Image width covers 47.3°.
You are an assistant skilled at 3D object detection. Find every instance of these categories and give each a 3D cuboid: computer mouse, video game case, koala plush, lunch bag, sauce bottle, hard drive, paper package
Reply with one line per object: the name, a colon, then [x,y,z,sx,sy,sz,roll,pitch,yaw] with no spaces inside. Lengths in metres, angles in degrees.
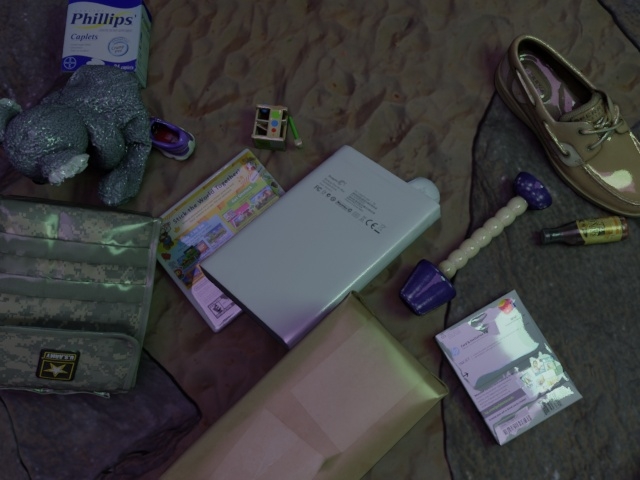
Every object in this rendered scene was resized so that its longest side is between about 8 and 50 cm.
computer mouse: [0.105,-0.037,1.155,0.193,0.042,0.106,-38,79,-5]
video game case: [-0.140,-0.002,1.167,0.227,0.026,0.206,-39,80,-5]
koala plush: [-0.376,-0.155,1.076,0.196,0.221,0.203,37,119,10]
lunch bag: [-0.372,0.088,1.055,0.235,0.169,0.287,8,94,-22]
sauce bottle: [0.409,-0.012,1.137,0.128,0.042,0.042,-8,78,0]
hard drive: [0.000,0.000,1.088,0.307,0.040,0.203,-41,57,-18]
paper package: [-0.016,0.244,0.967,0.325,0.309,0.168,-44,82,-6]

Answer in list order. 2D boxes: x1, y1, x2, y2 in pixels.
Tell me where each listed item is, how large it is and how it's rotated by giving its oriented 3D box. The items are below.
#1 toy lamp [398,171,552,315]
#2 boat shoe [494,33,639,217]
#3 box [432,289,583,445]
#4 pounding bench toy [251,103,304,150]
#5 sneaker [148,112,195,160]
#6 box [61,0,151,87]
toy lamp: [0.235,0.009,1.122,0.275,0.080,0.080,-42,80,-5]
boat shoe: [0.404,-0.176,1.135,0.122,0.110,0.341,-42,80,-6]
box: [0.279,0.190,1.104,0.145,0.038,0.186,-30,80,-4]
pounding bench toy: [-0.064,-0.184,1.186,0.083,0.052,0.065,7,79,4]
sneaker: [-0.285,-0.187,1.187,0.170,0.071,0.068,17,80,6]
box: [-0.355,-0.330,1.218,0.126,0.072,0.137,1,78,2]
